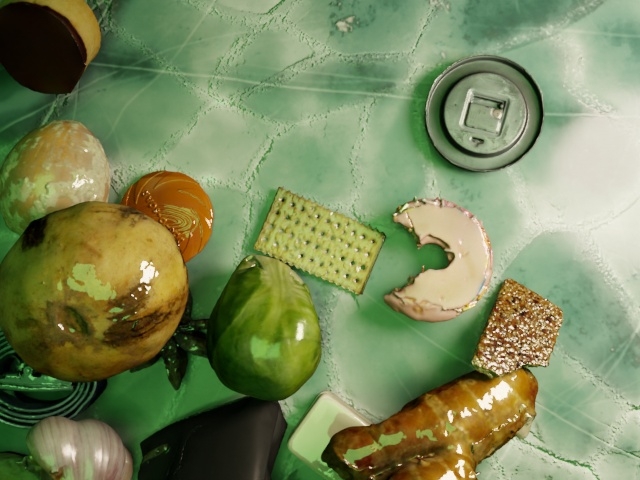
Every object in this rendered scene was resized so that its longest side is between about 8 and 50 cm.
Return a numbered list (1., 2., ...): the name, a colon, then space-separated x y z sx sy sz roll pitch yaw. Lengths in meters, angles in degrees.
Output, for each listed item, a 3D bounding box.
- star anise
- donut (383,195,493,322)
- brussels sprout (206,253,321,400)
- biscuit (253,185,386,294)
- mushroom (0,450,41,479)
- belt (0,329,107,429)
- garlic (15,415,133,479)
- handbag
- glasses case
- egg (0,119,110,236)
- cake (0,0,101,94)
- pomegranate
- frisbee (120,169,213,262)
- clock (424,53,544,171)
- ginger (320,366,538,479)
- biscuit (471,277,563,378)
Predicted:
1. star anise: -0.298 0.180 1.459 0.197 0.073 0.212 -43 84 -1
2. donut: 0.223 0.038 1.426 0.199 0.085 0.233 8 88 4
3. brussels sprout: -0.101 0.155 1.379 0.210 0.219 0.271 3 56 -1
4. biscuit: 0.000 0.000 1.475 0.231 0.016 0.139 23 90 4
5. mushroom: -0.654 0.510 1.424 0.266 0.164 0.190 -1 89 4
6. belt: -0.545 0.253 1.450 0.267 0.116 0.207 -10 92 1
7. garlic: -0.479 0.440 1.381 0.207 0.207 0.257 34 60 4
8. handbag: -0.213 0.445 1.351 0.287 0.342 0.152 -13 127 14
9. glasses case: 0.094 0.423 1.427 0.312 0.070 0.131 36 91 4
10. egg: -0.495 -0.107 1.418 0.203 0.203 0.245 18 87 4
11. cake: -0.511 -0.404 1.460 0.185 0.178 0.208 -14 122 23
12. pomegranate: -0.386 0.084 1.301 0.322 0.322 0.322 0 88 4
13. frisbee: -0.306 -0.043 1.487 0.192 0.035 0.192 0 87 4
14. clock: 0.310 -0.240 1.450 0.225 0.049 0.226 0 89 5
15. ginger: 0.232 0.368 1.325 0.418 0.176 0.254 -24 68 -22
16. biscuit: 0.359 0.171 1.366 0.131 0.026 0.237 30 45 6
